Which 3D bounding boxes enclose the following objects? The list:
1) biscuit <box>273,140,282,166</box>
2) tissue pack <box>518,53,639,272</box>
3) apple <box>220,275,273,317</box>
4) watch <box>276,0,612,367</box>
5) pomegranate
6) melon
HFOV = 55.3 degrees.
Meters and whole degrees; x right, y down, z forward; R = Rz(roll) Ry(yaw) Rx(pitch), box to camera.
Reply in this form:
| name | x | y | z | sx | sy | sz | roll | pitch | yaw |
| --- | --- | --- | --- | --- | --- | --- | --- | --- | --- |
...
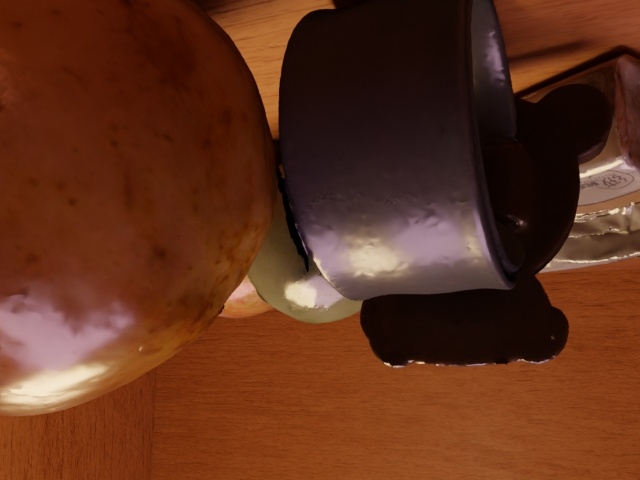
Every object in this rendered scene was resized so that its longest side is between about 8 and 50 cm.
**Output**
| name | x | y | z | sx | sy | sz | roll | pitch | yaw |
| --- | --- | --- | --- | --- | --- | --- | --- | --- | --- |
| biscuit | -0.245 | -0.121 | 0.998 | 0.432 | 0.064 | 0.283 | 2 | 169 | -11 |
| tissue pack | 0.332 | -0.073 | 0.822 | 0.238 | 0.238 | 0.305 | 6 | 168 | -32 |
| apple | -0.187 | 0.033 | 1.493 | 0.252 | 0.314 | 0.309 | 43 | -165 | 31 |
| watch | 0.106 | -0.057 | 0.580 | 0.314 | 0.335 | 0.327 | -6 | 163 | 27 |
| pomegranate | -0.236 | -0.075 | 0.494 | 0.410 | 0.410 | 0.410 | 0 | 170 | 0 |
| melon | 0.007 | -0.014 | 0.959 | 0.271 | 0.308 | 0.272 | 11 | -167 | -2 |
